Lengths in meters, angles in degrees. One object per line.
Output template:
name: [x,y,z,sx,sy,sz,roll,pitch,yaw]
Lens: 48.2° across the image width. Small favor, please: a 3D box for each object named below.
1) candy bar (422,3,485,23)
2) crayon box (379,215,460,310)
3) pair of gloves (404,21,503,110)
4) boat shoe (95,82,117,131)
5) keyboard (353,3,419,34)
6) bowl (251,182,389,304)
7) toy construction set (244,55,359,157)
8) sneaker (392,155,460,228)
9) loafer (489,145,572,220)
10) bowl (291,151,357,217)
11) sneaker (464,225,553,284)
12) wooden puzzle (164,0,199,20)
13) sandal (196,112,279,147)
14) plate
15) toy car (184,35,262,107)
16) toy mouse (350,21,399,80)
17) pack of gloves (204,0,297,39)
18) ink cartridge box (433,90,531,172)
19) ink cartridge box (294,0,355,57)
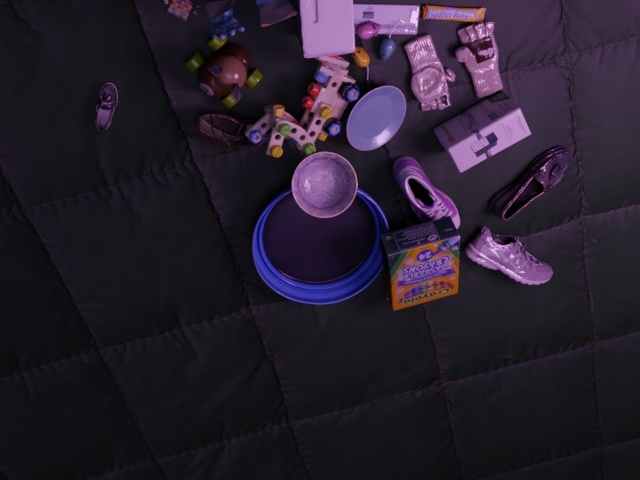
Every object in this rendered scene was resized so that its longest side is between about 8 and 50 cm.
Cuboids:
candy bar: [0.331,-0.565,1.784,0.162,0.018,0.040,1,118,-8]
crayon box: [0.285,0.085,2.032,0.203,0.083,0.323,-16,142,-3]
pair of gloves: [0.346,-0.444,1.840,0.240,0.042,0.204,-15,120,2]
boat shoe: [-0.541,-0.334,1.797,0.046,0.038,0.125,16,116,-15]
keyboard: [0.118,-0.550,1.773,0.256,0.014,0.072,-1,114,-7]
bowl: [0.000,0.000,2.025,0.391,0.077,0.391,-3,119,-5]
toy construction set: [-0.026,-0.347,1.776,0.215,0.151,0.327,13,132,-33]
sneaker: [0.300,-0.094,1.962,0.102,0.161,0.282,-40,117,13]
loafer: [0.602,-0.150,2.007,0.267,0.084,0.096,-42,115,16]
bowl: [0.006,-0.150,1.858,0.170,0.080,0.170,-1,103,-6]
sneaker: [0.571,0.045,2.100,0.281,0.105,0.115,19,115,-16]
wooden puzzle: [-0.335,-0.560,1.714,0.083,0.006,0.049,24,114,-19]
sandal: [-0.215,-0.291,1.853,0.219,0.060,0.090,-2,121,-23]
plate: [0.141,-0.321,1.861,0.188,0.024,0.188,-23,138,-23]
toy car: [-0.232,-0.392,1.715,0.149,0.188,0.155,-39,116,14]
toy mouse: [0.138,-0.493,1.780,0.143,0.031,0.161,-31,123,15]
pack of gloves: [-0.170,-0.539,1.616,0.195,0.232,0.046,-21,131,3]
ink cartridge box: [0.419,-0.286,1.873,0.208,0.153,0.087,-28,119,10]
ink cartridge box: [0.002,-0.538,1.603,0.117,0.278,0.201,-6,115,-2]
